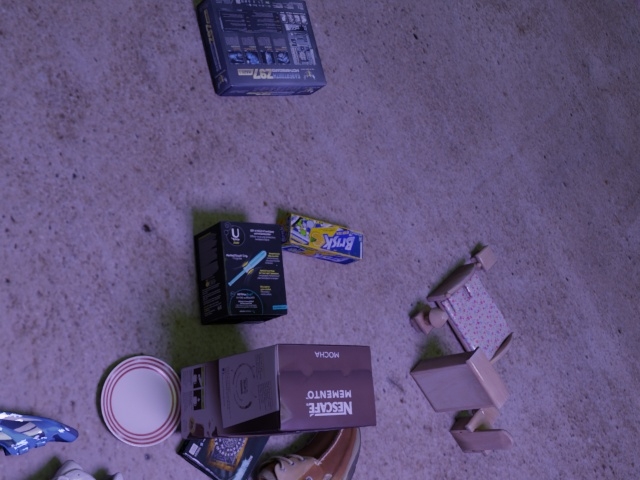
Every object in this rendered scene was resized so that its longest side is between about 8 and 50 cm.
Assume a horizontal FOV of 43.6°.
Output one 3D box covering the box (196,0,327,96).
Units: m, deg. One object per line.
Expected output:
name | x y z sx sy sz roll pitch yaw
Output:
box | -0.111 -0.375 1.549 0.232 0.059 0.184 -10 83 -38

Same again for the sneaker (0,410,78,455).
sneaker | -0.419 0.279 1.139 0.144 0.053 0.059 13 68 -23

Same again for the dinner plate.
dinner plate | -0.281 0.254 1.267 0.141 0.017 0.141 10 71 -33

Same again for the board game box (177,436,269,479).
board game box | -0.142 0.311 1.345 0.126 0.026 0.186 43 56 -19

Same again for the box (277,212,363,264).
box | 0.000 0.000 1.522 0.168 0.054 0.059 14 68 -32

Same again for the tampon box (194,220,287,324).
tampon box | -0.137 0.057 1.375 0.120 0.101 0.161 4 74 -36

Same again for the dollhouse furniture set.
dollhouse furniture set | 0.372 0.211 1.654 0.355 0.173 0.303 -39 101 -36

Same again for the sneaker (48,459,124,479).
sneaker | -0.378 0.371 1.130 0.232 0.090 0.115 11 63 -43

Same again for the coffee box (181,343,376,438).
coffee box | -0.073 0.234 1.212 0.168 0.297 0.119 7 72 -34

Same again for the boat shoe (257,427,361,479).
boat shoe | -0.046 0.412 1.327 0.120 0.122 0.324 44 55 -13
